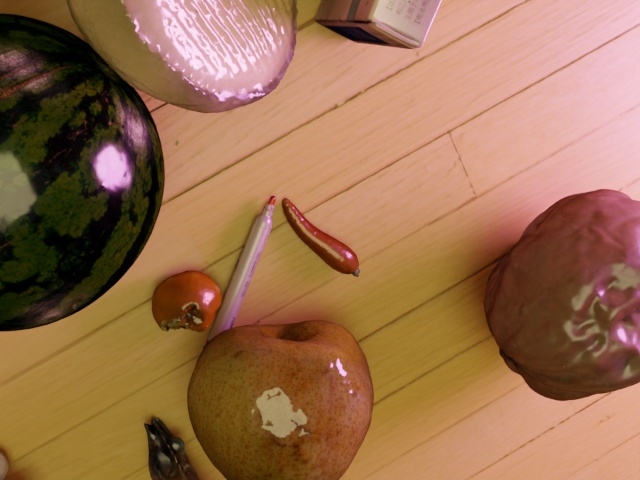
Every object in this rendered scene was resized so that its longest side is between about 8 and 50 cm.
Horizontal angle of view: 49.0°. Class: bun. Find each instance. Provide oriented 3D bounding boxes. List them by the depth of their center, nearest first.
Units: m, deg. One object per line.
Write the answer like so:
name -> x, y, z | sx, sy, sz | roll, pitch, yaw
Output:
bun -> -0.138, -0.256, 0.672 | 0.146, 0.287, 0.287 | 2, 111, 28

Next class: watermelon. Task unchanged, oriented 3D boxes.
watermelon -> -0.291, -0.065, 0.660 | 0.285, 0.285, 0.285 | -4, 107, -12

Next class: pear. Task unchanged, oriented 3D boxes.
pear -> -0.047, 0.206, 0.850 | 0.229, 0.188, 0.211 | -1, 97, -19

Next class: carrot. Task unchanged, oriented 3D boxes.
carrot -> 0.000, 0.000, 0.885 | 0.142, 0.035, 0.035 | 41, 94, -16

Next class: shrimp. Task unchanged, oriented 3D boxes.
shrimp -> -0.186, 0.387, 0.925 | 0.164, 0.062, 0.316 | -20, 90, 33

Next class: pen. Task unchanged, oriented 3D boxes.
pen -> -0.099, 0.044, 0.878 | 0.026, 0.026, 0.218 | 19, 101, -18

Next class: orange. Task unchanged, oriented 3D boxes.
orange -> -0.162, 0.076, 0.854 | 0.086, 0.062, 0.086 | -3, 104, -13

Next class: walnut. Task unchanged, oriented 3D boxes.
walnut -> 0.337, 0.071, 0.883 | 0.273, 0.227, 0.273 | -3, 103, -16

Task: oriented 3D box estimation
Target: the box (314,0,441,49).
box -> 0.108, -0.371, 0.710 | 0.065, 0.200, 0.343 | 19, 102, -21

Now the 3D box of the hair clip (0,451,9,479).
hair clip -> -0.481, 0.314, 0.830 | 0.257, 0.075, 0.146 | 12, 66, -20
